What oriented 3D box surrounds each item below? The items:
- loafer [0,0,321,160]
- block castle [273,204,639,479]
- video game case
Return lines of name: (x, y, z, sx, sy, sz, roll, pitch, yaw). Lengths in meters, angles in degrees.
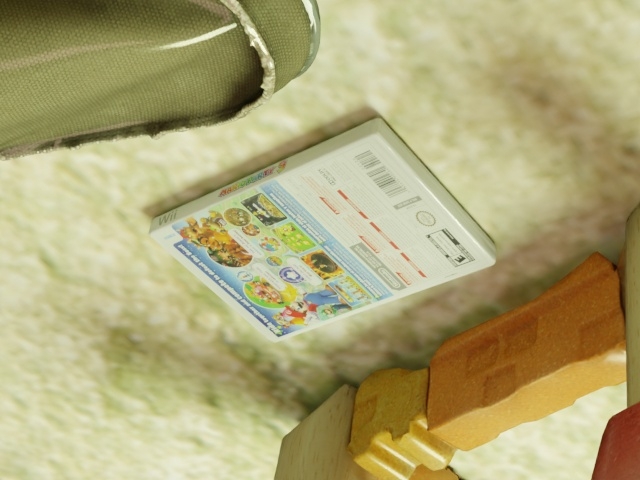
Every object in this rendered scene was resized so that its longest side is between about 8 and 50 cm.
loafer: (-0.123, -0.056, 0.447, 0.251, 0.087, 0.094, -3, 137, 16)
block castle: (0.206, 0.211, 0.584, 0.453, 0.213, 0.303, 35, 134, -25)
video game case: (0.000, 0.000, 0.543, 0.122, 0.011, 0.087, -22, 130, 32)
